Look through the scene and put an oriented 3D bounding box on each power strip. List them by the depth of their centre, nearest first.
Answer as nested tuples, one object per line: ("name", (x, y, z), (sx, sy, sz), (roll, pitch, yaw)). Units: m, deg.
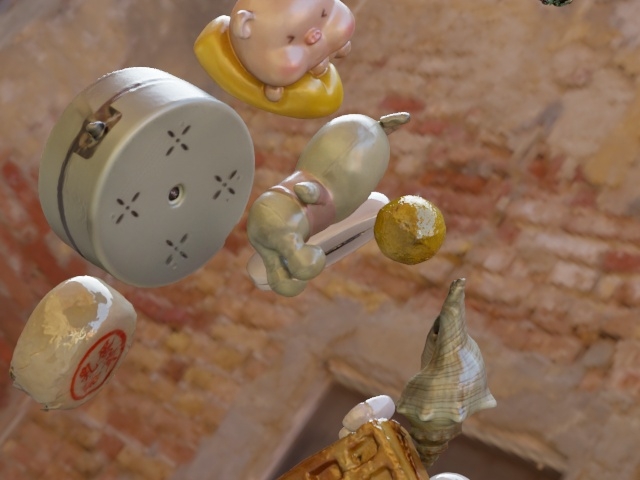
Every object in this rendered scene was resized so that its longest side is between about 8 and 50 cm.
("power strip", (-0.283, -0.108, 2.218), (0.161, 0.357, 0.357), (31, -17, 37))

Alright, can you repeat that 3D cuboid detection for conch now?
("conch", (0.166, 0.175, 1.744), (0.114, 0.234, 0.137), (21, -8, -8))

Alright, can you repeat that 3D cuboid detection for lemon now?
("lemon", (0.102, -0.012, 1.565), (0.082, 0.082, 0.110), (38, -2, -5))

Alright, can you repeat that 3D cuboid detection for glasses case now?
("glasses case", (0.000, 0.000, 2.008), (0.059, 0.233, 0.092), (64, -10, -26))

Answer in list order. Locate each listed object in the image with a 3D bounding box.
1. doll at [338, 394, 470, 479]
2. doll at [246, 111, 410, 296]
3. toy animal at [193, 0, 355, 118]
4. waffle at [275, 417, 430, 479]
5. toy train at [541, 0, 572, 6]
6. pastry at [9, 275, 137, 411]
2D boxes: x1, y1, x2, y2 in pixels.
("doll", (0.132, 0.352, 1.859), (0.271, 0.144, 0.208), (36, -47, 49))
("doll", (0.003, -0.068, 1.670), (0.113, 0.275, 0.155), (34, -20, -2))
("toy animal", (-0.031, -0.382, 2.505), (0.277, 0.345, 0.247), (45, -40, 7))
("waffle", (0.006, 0.392, 1.735), (0.098, 0.327, 0.224), (30, 28, -53))
("toy train", (0.287, -0.322, 1.543), (0.071, 0.148, 0.038), (35, -12, 34))
("pastry", (-0.441, 0.189, 2.487), (0.133, 0.265, 0.265), (32, -17, 15))
